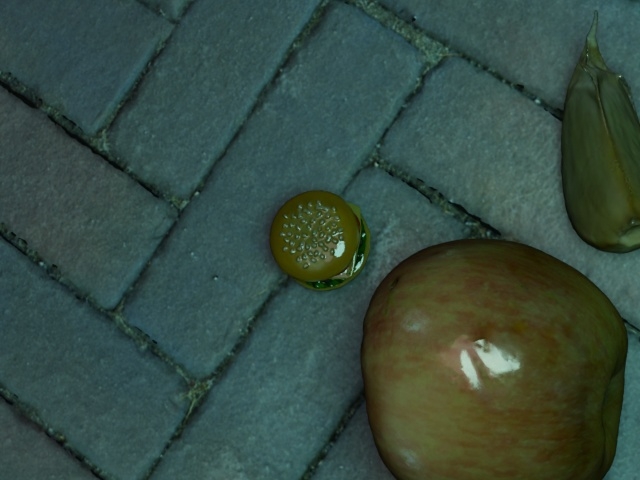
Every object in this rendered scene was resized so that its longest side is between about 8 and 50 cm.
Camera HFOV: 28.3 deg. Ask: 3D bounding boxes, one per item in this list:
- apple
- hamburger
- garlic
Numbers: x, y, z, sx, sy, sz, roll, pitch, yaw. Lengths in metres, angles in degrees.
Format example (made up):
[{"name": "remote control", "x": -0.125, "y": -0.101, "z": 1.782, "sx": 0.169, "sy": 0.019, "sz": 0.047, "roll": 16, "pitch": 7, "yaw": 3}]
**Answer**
[{"name": "apple", "x": 0.243, "y": 0.195, "z": 1.755, "sx": 0.347, "sy": 0.391, "sz": 0.391, "roll": 3, "pitch": 81, "yaw": 17}, {"name": "hamburger", "x": 0.000, "y": 0.000, "z": 2.003, "sx": 0.162, "sy": 0.115, "sz": 0.162, "roll": -3, "pitch": 78, "yaw": 15}, {"name": "garlic", "x": 0.433, "y": -0.144, "z": 1.863, "sx": 0.151, "sy": 0.196, "sz": 0.338, "roll": -6, "pitch": 75, "yaw": 0}]
